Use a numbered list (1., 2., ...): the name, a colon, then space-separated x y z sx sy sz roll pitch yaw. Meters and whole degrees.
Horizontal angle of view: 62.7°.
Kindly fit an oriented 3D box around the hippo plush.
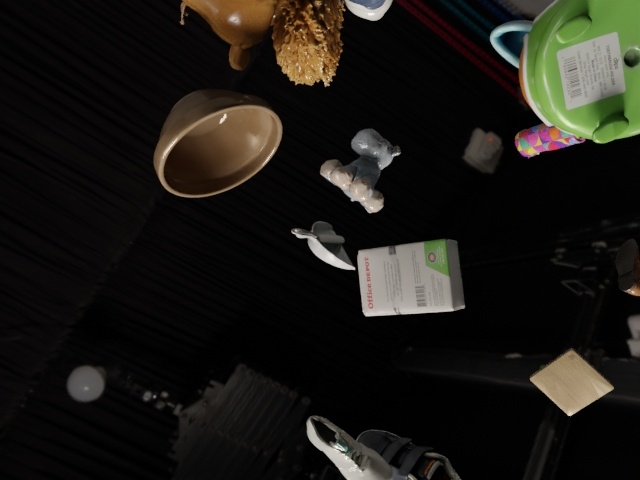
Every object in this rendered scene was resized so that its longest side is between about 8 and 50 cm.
1. hippo plush: 0.176 -0.241 1.791 0.236 0.294 0.234 -53 -130 3

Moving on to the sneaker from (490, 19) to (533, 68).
1. sneaker: 0.562 -0.436 1.267 0.366 0.150 0.135 41 -45 42

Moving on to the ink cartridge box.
1. ink cartridge box: 0.259 0.110 1.522 0.273 0.115 0.198 -8 -96 31

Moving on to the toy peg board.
1. toy peg board: 0.747 0.407 1.571 0.160 0.161 0.079 -49 176 28

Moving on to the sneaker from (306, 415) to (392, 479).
1. sneaker: 0.054 0.442 1.100 0.080 0.212 0.094 -51 156 -25

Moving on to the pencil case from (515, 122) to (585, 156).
1. pencil case: 0.741 -0.335 1.686 0.104 0.105 0.236 -61 -163 -14

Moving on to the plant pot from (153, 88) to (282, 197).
1. plant pot: -0.197 -0.193 0.951 0.238 0.109 0.237 -27 159 -11

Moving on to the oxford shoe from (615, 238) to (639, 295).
1. oxford shoe: 1.056 0.093 1.779 0.076 0.076 0.212 -38 -151 58

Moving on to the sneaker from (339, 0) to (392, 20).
1. sneaker: 0.055 -0.587 1.030 0.130 0.322 0.236 -20 157 6

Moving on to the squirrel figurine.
1. squirrel figurine: -0.101 -0.485 1.038 0.281 0.397 0.370 -53 -151 31

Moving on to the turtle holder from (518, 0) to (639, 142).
1. turtle holder: 0.459 -0.306 0.808 0.320 0.243 0.227 -47 -167 13

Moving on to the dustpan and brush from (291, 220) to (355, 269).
1. dustpan and brush: 0.000 0.000 1.309 0.060 0.211 0.147 -51 -128 33

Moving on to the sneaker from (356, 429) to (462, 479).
1. sneaker: 0.227 0.557 1.296 0.126 0.321 0.127 -44 146 -33
